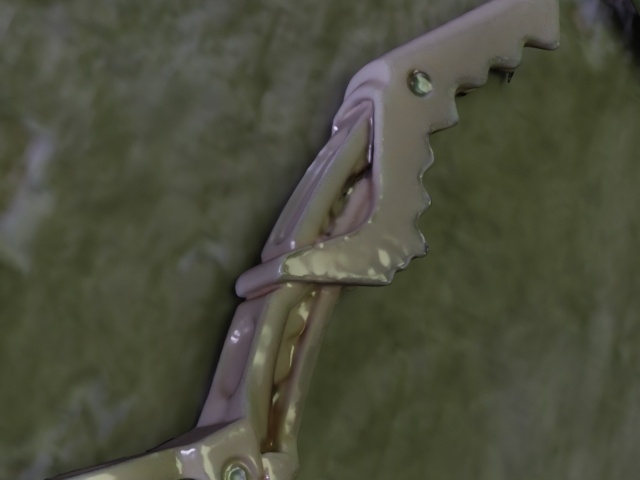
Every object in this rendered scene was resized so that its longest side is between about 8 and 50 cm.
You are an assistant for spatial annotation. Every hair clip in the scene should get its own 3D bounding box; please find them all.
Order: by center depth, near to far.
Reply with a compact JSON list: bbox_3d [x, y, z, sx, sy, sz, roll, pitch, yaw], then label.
[{"bbox_3d":[0.000,0.000,0.395,0.072,0.034,0.226,36,64,-17],"label":"hair clip"}]

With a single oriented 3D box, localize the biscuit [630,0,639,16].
[{"bbox_3d":[0.155,-0.066,0.490,0.099,0.038,0.322,-36,98,-26],"label":"biscuit"}]
